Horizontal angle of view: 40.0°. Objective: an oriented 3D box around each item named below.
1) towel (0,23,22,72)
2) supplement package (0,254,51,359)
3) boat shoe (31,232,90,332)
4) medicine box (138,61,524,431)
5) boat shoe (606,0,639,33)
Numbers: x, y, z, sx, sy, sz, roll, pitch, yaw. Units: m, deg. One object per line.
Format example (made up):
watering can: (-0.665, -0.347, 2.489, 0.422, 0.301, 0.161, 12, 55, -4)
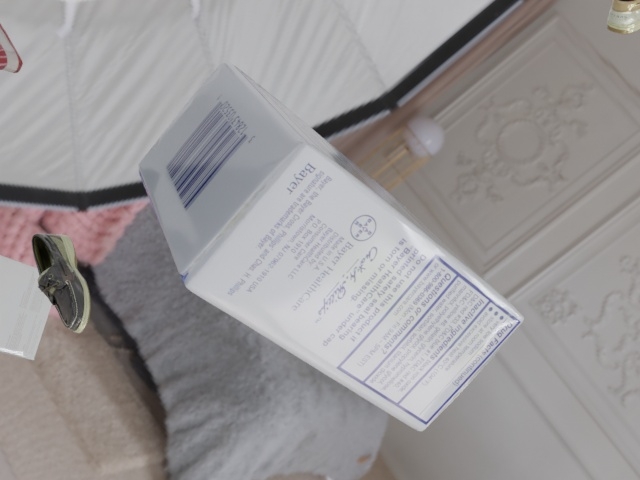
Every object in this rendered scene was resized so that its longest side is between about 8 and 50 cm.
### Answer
towel: (-0.434, -0.283, 0.861, 0.237, 0.037, 0.329, 61, 13, 2)
supplement package: (-0.710, 0.134, 1.891, 0.149, 0.194, 0.203, 3, -17, 41)
boat shoe: (-0.472, 0.073, 1.575, 0.073, 0.080, 0.223, 13, 38, -41)
medicine box: (0.000, 0.000, 0.827, 0.289, 0.149, 0.263, 37, 8, -30)
boat shoe: (0.379, -0.290, 1.013, 0.050, 0.135, 0.045, 26, -32, 33)
